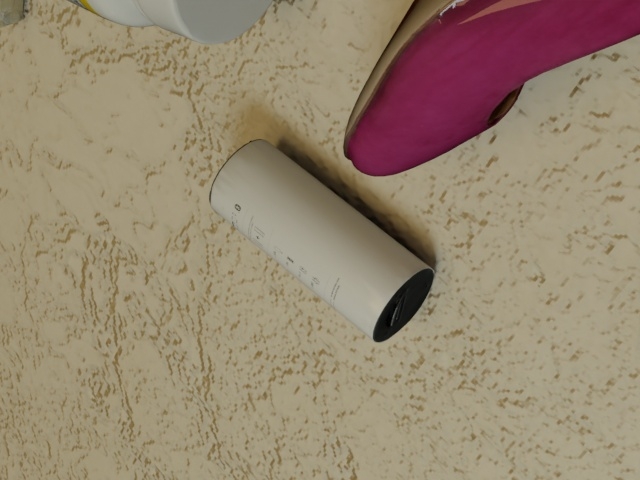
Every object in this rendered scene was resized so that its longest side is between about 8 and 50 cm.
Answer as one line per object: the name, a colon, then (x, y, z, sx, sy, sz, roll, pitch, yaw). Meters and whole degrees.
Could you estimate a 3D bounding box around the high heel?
high heel: (0.146, -0.093, 0.626, 0.181, 0.127, 0.377, 35, 148, -5)

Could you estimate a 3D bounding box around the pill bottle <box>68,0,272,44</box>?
pill bottle: (-0.123, -0.192, 0.809, 0.208, 0.119, 0.119, 28, 126, 30)

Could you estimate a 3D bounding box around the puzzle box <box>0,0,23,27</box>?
puzzle box: (-0.347, -0.348, 0.988, 0.409, 0.052, 0.272, 33, 129, 27)

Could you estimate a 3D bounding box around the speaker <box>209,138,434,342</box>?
speaker: (0.000, 0.000, 0.834, 0.136, 0.055, 0.055, 38, 131, 23)
